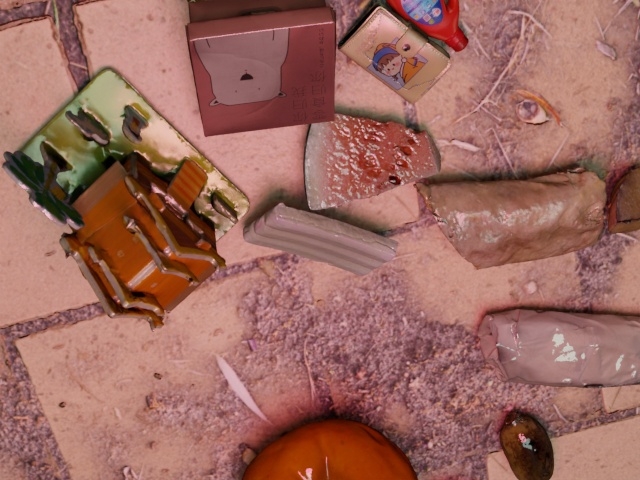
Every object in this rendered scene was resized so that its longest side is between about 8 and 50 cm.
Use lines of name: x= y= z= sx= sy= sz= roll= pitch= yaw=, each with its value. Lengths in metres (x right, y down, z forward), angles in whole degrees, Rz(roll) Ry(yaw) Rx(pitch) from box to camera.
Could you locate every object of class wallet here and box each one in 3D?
wallet: x=0.119 y=-0.292 z=1.567 sx=0.155 sy=0.039 sz=0.110 roll=33 pitch=127 yaw=-20

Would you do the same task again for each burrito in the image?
burrito: x=0.324 y=-0.030 z=1.684 sx=0.347 sy=0.107 sz=0.175 roll=-5 pitch=119 yaw=-11
burrito: x=0.501 y=0.199 z=1.810 sx=0.445 sy=0.101 sz=0.139 roll=3 pitch=98 yaw=-10

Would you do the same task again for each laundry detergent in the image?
laundry detergent: x=0.177 y=-0.365 z=1.561 sx=0.097 sy=0.049 sz=0.165 roll=-44 pitch=114 yaw=11

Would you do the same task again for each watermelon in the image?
watermelon: x=0.087 y=-0.134 z=1.628 sx=0.241 sy=0.094 sz=0.154 roll=-2 pitch=102 yaw=-9

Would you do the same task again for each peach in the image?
peach: x=0.015 y=0.487 z=1.741 sx=0.342 sy=0.343 sz=0.302 roll=-9 pitch=157 yaw=-5

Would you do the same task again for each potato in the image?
potato: x=0.527 y=-0.061 z=1.715 sx=0.172 sy=0.089 sz=0.101 roll=-12 pitch=74 yaw=-31

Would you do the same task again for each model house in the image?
model house: x=-0.285 y=-0.049 z=1.474 sx=0.242 sy=0.313 sz=0.358 roll=-41 pitch=111 yaw=6

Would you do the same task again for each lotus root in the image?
lotus root: x=0.394 y=0.398 z=1.884 sx=0.089 sy=0.080 sz=0.179 roll=-24 pitch=113 yaw=2

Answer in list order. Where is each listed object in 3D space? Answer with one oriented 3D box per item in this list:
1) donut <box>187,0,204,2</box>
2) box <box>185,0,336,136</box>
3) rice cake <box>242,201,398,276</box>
donut: x=-0.129 y=-0.422 z=1.475 sx=0.174 sy=0.074 sz=0.190 roll=6 pitch=106 yaw=-10
box: x=-0.084 y=-0.265 z=1.488 sx=0.215 sy=0.086 sz=0.215 roll=-8 pitch=146 yaw=-4
rice cake: x=0.000 y=0.000 z=1.642 sx=0.237 sy=0.043 sz=0.127 roll=19 pitch=151 yaw=-23
